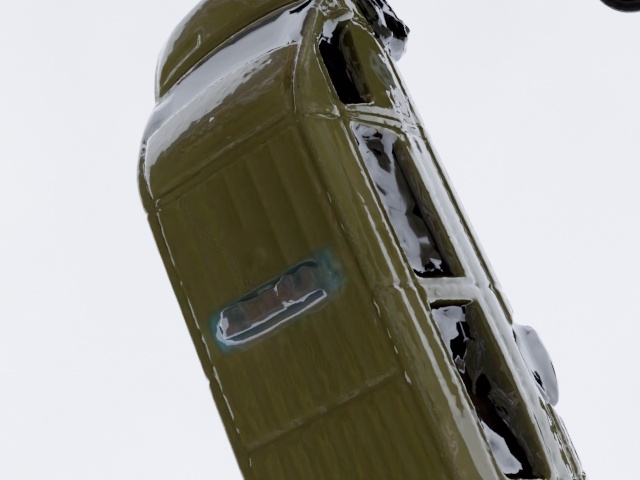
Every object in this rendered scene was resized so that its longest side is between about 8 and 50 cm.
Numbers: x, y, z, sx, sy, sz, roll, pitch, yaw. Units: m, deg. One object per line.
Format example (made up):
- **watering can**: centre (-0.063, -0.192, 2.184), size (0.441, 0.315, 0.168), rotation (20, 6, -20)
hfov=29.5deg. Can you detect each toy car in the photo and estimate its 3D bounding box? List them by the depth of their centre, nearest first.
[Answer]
- **toy car**: centre (0.000, 0.000, 0.458), size (0.101, 0.124, 0.256), rotation (-30, -109, 22)

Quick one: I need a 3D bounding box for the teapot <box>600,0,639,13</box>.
- **teapot**: centre (0.167, -0.205, 0.613), size (0.096, 0.177, 0.087), rotation (5, -165, 30)
